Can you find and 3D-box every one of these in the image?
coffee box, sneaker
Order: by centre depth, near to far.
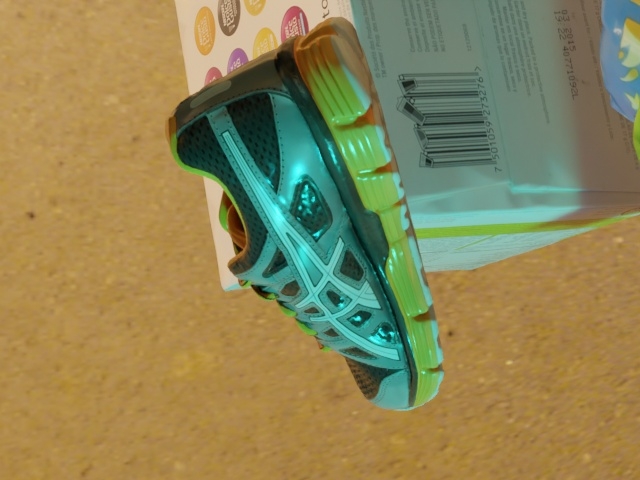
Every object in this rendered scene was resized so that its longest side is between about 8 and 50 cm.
[{"bbox_3d":[0.000,0.000,0.602,0.083,0.215,0.084,-17,43,3],"label":"sneaker"},{"bbox_3d":[0.088,-0.151,1.443,0.334,0.338,0.338,-23,74,57],"label":"coffee box"}]

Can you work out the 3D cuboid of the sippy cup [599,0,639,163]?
[{"bbox_3d":[0.266,-0.095,0.676,0.224,0.305,0.240,31,94,30],"label":"sippy cup"}]
